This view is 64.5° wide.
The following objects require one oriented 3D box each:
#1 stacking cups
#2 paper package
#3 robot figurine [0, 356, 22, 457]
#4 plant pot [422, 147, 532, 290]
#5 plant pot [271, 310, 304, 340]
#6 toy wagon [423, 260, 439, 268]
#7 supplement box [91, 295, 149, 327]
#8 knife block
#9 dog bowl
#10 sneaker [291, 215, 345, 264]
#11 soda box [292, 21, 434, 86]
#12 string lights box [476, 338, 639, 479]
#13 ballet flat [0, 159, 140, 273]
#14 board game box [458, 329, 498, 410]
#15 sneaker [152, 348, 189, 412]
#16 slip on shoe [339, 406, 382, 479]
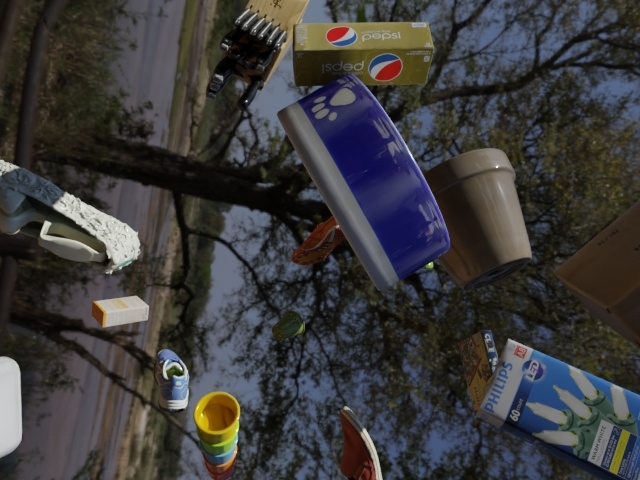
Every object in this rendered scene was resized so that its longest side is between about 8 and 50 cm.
[{"bbox_3d":[-0.237,0.460,1.151,0.316,0.096,0.096,103,-13,-45],"label":"stacking cups"},{"bbox_3d":[0.776,0.062,1.187,0.325,0.168,0.309,-45,-173,10],"label":"paper package"},{"bbox_3d":[-0.466,0.201,0.456,0.353,0.300,0.199,-13,104,-65],"label":"robot figurine"},{"bbox_3d":[0.401,-0.035,1.332,0.280,0.323,0.323,68,-27,23],"label":"plant pot"},{"bbox_3d":[-0.105,0.266,1.548,0.083,0.079,0.083,13,-68,34],"label":"plant pot"},{"bbox_3d":[0.395,-0.050,1.687,0.068,0.344,0.267,2,-85,47],"label":"toy wagon"},{"bbox_3d":[-0.428,0.151,1.086,0.062,0.098,0.036,24,-70,42],"label":"supplement box"},{"bbox_3d":[-0.121,-0.328,0.905,0.242,0.088,0.276,-61,-169,-2],"label":"knife block"},{"bbox_3d":[0.054,-0.073,0.656,0.265,0.104,0.265,60,4,-7],"label":"dog bowl"},{"bbox_3d":[0.000,0.000,1.194,0.175,0.064,0.067,-36,-141,25],"label":"sneaker"},{"bbox_3d":[0.054,-0.249,0.681,0.061,0.181,0.058,90,-1,-59],"label":"soda box"},{"bbox_3d":[0.397,0.277,0.804,0.133,0.260,0.076,-61,157,-17],"label":"string lights box"},{"bbox_3d":[-0.595,-0.048,1.096,0.147,0.409,0.147,-63,-172,17],"label":"ballet flat"},{"bbox_3d":[0.554,0.448,1.740,0.165,0.042,0.243,121,-34,-61],"label":"board game box"},{"bbox_3d":[-0.334,0.300,1.159,0.211,0.080,0.081,37,-64,59],"label":"sneaker"},{"bbox_3d":[0.106,0.650,1.491,0.123,0.101,0.331,-169,-116,-69],"label":"slip on shoe"}]
